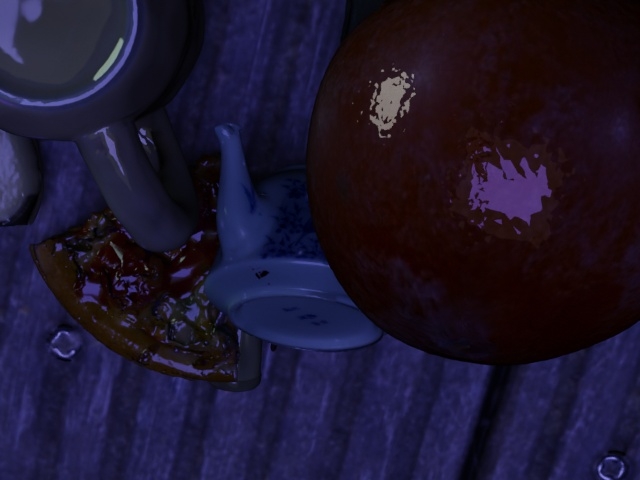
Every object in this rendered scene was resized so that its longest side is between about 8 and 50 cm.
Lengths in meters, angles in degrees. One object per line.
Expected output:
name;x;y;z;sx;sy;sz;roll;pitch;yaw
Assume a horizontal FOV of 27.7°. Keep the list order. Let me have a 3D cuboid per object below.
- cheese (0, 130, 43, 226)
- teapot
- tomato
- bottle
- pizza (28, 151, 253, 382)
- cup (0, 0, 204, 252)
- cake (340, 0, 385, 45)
cheese;-0.290;-0.128;1.014;0.127;0.054;0.251;-8;98;-23
teapot;0.000;0.000;1.003;0.232;0.159;0.159;29;107;-40
tomato;0.119;-0.040;0.835;0.265;0.265;0.264;0;108;0
bottle;-0.067;0.073;1.091;0.063;0.047;0.101;4;103;-13
pizza;-0.130;0.004;1.046;0.201;0.053;0.193;24;93;8
cup;-0.175;-0.120;0.927;0.173;0.202;0.255;2;99;1
cake;0.099;-0.168;1.013;0.158;0.172;0.283;12;141;1
